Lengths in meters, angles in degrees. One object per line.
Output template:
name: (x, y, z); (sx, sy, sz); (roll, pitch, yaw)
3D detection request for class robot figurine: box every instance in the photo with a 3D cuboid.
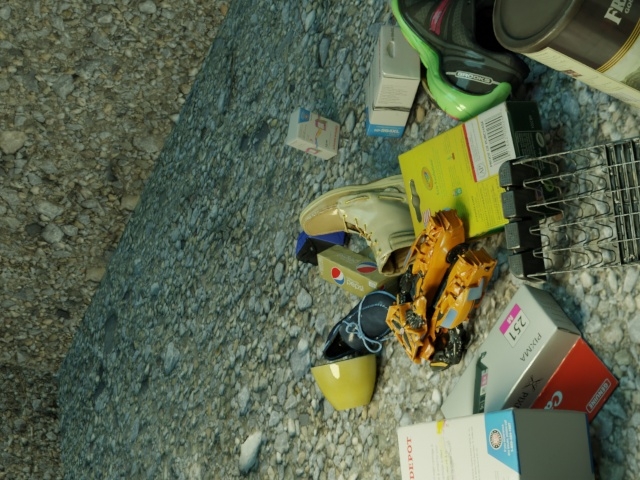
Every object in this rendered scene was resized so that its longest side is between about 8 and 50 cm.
robot figurine: (0.203, 0.097, 1.785); (0.211, 0.085, 0.291); (57, 139, 39)

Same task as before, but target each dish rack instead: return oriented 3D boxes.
dish rack: (0.397, -0.046, 1.518); (0.272, 0.074, 0.208); (-10, 86, 42)

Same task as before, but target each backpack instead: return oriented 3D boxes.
backpack: (0.000, 0.000, 2.304); (0.120, 0.098, 0.101); (122, 162, -52)

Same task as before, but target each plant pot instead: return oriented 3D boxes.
plant pot: (0.055, 0.286, 1.999); (0.134, 0.134, 0.095); (-23, 78, 57)

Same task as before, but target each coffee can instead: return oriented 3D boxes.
coffee can: (0.426, -0.328, 1.483); (0.201, 0.275, 0.201); (-40, 41, 47)

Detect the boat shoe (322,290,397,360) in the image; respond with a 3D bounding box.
boat shoe: (0.087, 0.188, 2.008); (0.089, 0.109, 0.258); (-51, -2, -35)

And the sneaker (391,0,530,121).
sneaker: (0.286, -0.407, 1.960); (0.202, 0.185, 0.482); (-42, 43, 23)

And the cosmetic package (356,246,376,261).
cosmetic package: (0.120, 0.041, 2.101); (0.115, 0.041, 0.060); (-32, 47, 52)

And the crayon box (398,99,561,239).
crayon box: (0.274, -0.106, 1.785); (0.318, 0.081, 0.202); (-21, 77, 57)

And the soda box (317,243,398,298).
soda box: (0.076, 0.069, 2.062); (0.181, 0.061, 0.058); (26, 132, 42)

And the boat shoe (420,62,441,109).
boat shoe: (0.234, -0.325, 2.099); (0.152, 0.056, 0.049); (-97, 2, -52)

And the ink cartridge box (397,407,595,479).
ink cartridge box: (0.254, 0.342, 1.456); (0.233, 0.168, 0.171); (-20, 68, 48)

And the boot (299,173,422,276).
boot: (0.092, -0.014, 2.023); (0.262, 0.095, 0.203); (-15, 51, 6)

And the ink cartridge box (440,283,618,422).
ink cartridge box: (0.318, 0.246, 1.578); (0.275, 0.060, 0.239); (-61, 27, 21)

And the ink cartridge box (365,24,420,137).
ink cartridge box: (0.153, -0.339, 2.148); (0.203, 0.086, 0.148); (106, 168, -59)

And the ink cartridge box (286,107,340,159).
ink cartridge box: (-0.016, -0.262, 2.464); (0.052, 0.122, 0.088); (-23, 54, 52)
